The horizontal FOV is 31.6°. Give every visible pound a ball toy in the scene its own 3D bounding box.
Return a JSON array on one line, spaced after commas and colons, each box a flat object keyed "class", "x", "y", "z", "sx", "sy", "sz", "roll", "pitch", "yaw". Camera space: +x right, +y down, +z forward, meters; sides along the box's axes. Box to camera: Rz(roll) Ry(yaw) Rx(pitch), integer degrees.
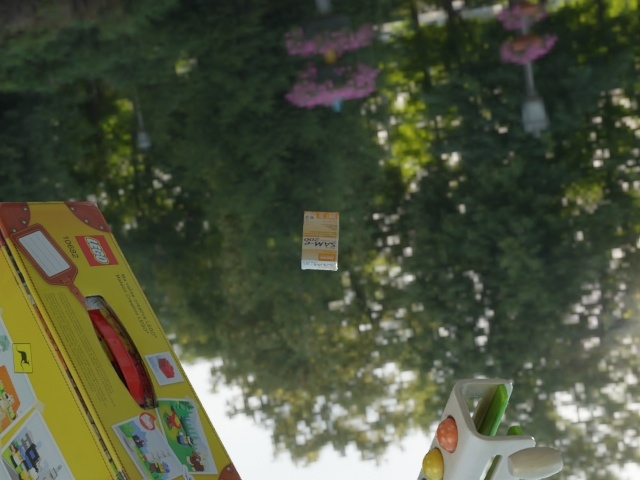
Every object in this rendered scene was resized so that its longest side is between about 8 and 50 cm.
[{"class": "pound a ball toy", "x": 0.239, "y": 0.366, "z": 1.762, "sx": 0.135, "sy": 0.319, "sz": 0.208, "roll": 1, "pitch": -138, "yaw": -15}]

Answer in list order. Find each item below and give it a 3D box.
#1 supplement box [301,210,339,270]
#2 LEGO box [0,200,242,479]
[{"class": "supplement box", "x": 0.000, "y": 0.000, "z": 1.954, "sx": 0.062, "sy": 0.098, "sz": 0.036, "roll": 2, "pitch": 152, "yaw": 1}, {"class": "LEGO box", "x": -0.373, "y": 0.253, "z": 1.578, "sx": 0.193, "sy": 0.500, "sz": 0.372, "roll": -4, "pitch": 146, "yaw": -51}]
